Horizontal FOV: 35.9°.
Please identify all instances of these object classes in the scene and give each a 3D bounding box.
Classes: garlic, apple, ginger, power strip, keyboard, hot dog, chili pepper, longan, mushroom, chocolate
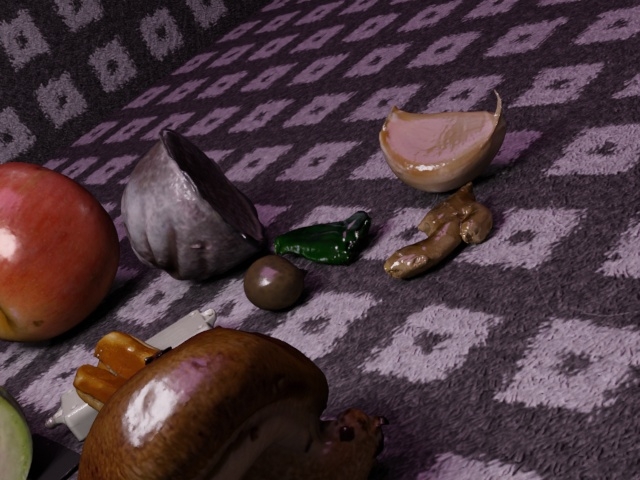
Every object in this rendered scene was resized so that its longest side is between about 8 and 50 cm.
[{"bbox_3d":[0.221,-0.170,1.749,0.244,0.164,0.145,-5,15,33],"label":"garlic"},{"bbox_3d":[-0.601,0.033,2.017,0.364,0.364,0.364,-24,24,11],"label":"apple"},{"bbox_3d":[0.188,-0.010,1.593,0.214,0.059,0.133,-33,32,-6],"label":"ginger"},{"bbox_3d":[-0.309,0.227,1.655,0.338,0.058,0.098,-32,25,-8],"label":"power strip"},{"bbox_3d":[-0.451,0.358,1.605,0.196,0.015,0.074,4,43,52],"label":"keyboard"},{"bbox_3d":[-0.248,0.237,1.493,0.337,0.100,0.135,15,61,43],"label":"hot dog"},{"bbox_3d":[0.002,0.002,1.766,0.216,0.062,0.108,-12,28,38],"label":"chili pepper"},{"bbox_3d":[-0.075,0.070,1.672,0.113,0.092,0.113,-18,14,5],"label":"longan"},{"bbox_3d":[-0.104,0.245,1.146,0.259,0.345,0.345,39,64,23],"label":"mushroom"},{"bbox_3d":[-0.270,-0.039,1.898,0.213,0.303,0.303,-41,21,11],"label":"chocolate"}]

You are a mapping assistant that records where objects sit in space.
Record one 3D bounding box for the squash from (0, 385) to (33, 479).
[{"bbox_3d":[-0.653,0.313,1.611,0.263,0.263,0.384,-41,26,-27],"label":"squash"}]
